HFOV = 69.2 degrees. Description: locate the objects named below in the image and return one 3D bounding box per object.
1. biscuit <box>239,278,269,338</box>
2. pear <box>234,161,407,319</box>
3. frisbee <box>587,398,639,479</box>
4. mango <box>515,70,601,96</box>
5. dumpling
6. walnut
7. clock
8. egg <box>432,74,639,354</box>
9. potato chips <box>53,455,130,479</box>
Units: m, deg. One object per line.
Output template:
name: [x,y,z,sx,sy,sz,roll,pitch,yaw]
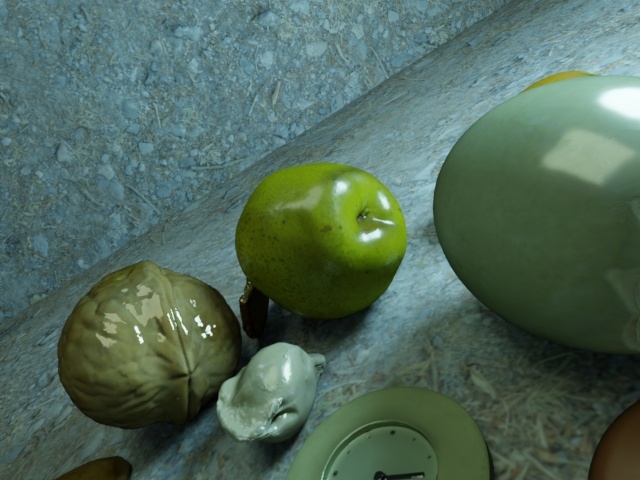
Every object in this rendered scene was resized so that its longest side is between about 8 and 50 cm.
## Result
biscuit: [-0.122,0.117,0.877,0.025,0.126,0.206,-1,17,4]
pear: [0.000,0.000,0.791,0.294,0.294,0.294,-26,23,12]
frisbee: [0.323,0.189,0.318,0.251,0.021,0.251,-25,25,12]
mango: [0.361,-0.162,0.804,0.317,0.173,0.211,-33,21,12]
dumpling: [-0.070,0.209,0.646,0.136,0.118,0.199,-12,7,33]
walnut: [-0.277,0.173,0.776,0.313,0.277,0.252,15,81,54]
clock: [0.064,0.255,0.491,0.235,0.029,0.235,-24,23,11]
egg: [0.270,-0.036,0.511,0.278,0.278,0.336,-32,25,-4]
potato chips: [-0.393,0.404,0.716,0.201,0.049,0.150,-24,28,1]
